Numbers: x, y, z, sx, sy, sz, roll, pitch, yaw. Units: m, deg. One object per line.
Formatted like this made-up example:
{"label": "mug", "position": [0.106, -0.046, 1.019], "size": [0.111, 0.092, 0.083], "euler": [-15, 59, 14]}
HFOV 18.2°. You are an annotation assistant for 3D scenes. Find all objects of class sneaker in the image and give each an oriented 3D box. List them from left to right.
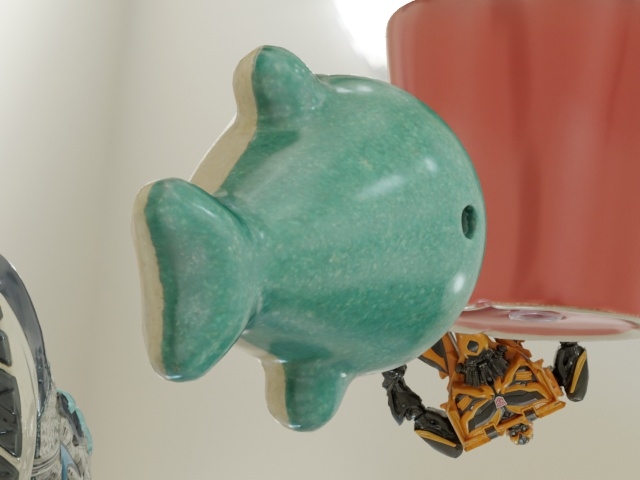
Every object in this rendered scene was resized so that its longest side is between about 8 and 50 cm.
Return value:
{"label": "sneaker", "position": [-0.160, 0.099, 0.925], "size": [0.110, 0.122, 0.283], "euler": [19, -49, 14]}

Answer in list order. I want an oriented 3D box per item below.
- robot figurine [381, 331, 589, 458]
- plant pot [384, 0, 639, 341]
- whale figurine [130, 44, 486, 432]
{"label": "robot figurine", "position": [0.134, 0.073, 1.917], "size": [0.291, 0.211, 0.085], "euler": [63, 9, -8]}
{"label": "plant pot", "position": [0.178, -0.052, 1.574], "size": [0.275, 0.275, 0.243], "euler": [162, -66, -65]}
{"label": "whale figurine", "position": [0.000, 0.000, 1.087], "size": [0.141, 0.272, 0.216], "euler": [-2, -83, 25]}
